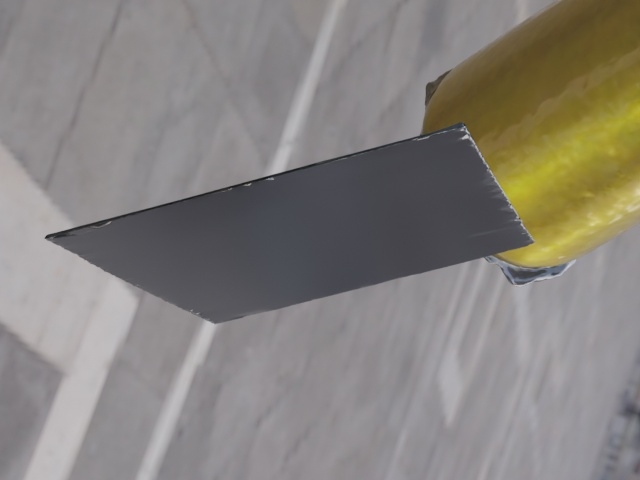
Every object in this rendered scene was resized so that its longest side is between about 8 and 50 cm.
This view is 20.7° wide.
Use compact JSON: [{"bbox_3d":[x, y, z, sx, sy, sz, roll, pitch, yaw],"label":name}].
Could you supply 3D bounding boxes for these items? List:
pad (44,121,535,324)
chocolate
[{"bbox_3d":[0.000,0.000,0.740,0.243,0.164,0.004,40,36,-74],"label":"pad"},{"bbox_3d":[0.233,-0.107,1.009,0.445,0.162,0.162,-31,-151,56],"label":"chocolate"}]
